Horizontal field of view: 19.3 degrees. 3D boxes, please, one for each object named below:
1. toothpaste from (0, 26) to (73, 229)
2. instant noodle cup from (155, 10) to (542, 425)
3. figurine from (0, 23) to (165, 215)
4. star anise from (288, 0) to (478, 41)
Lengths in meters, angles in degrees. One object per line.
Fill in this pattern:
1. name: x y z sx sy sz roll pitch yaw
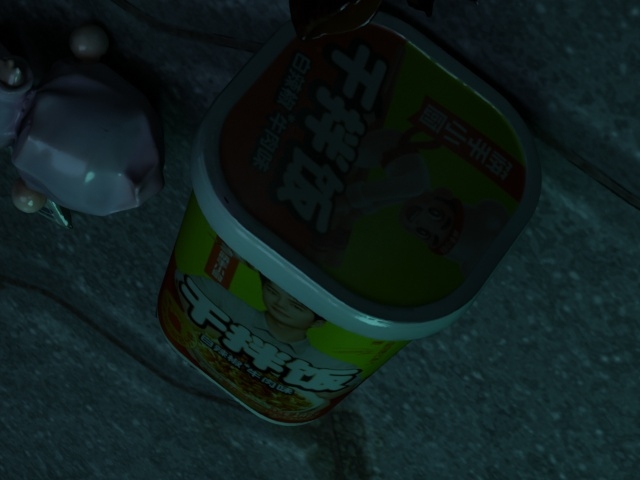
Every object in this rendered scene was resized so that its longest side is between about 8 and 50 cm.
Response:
1. toothpaste: -0.304 -0.110 1.917 0.062 0.039 0.239 22 140 39
2. instant noodle cup: 0.000 0.000 1.625 0.294 0.294 0.308 38 149 2
3. figurine: -0.268 -0.116 1.781 0.276 0.133 0.200 23 108 -1
4. star anise: 0.063 -0.240 1.443 0.220 0.126 0.190 -4 129 7
